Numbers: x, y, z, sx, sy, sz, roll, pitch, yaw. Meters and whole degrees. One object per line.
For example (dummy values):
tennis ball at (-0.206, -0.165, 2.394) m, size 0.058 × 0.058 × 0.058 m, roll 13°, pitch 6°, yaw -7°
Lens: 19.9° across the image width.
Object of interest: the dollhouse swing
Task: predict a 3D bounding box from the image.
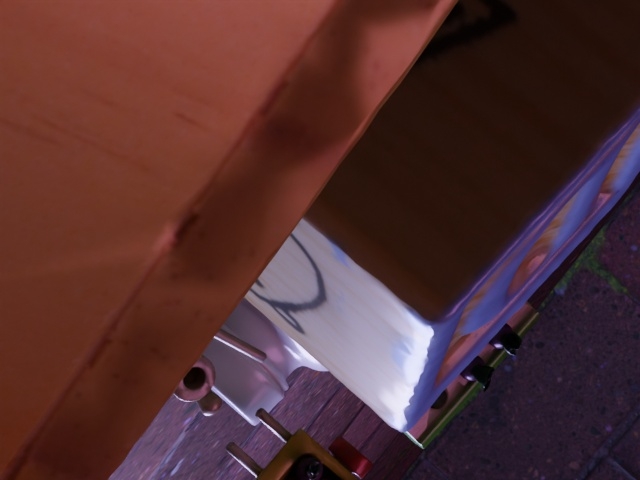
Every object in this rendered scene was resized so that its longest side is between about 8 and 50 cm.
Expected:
dollhouse swing at (-0.129, -0.123, 0.398) m, size 0.347 × 0.305 × 0.315 m, roll -54°, pitch -151°, yaw 21°

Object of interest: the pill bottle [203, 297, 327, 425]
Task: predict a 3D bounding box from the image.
pill bottle at (0.000, 0.000, 1.108) m, size 0.221 × 0.124 × 0.124 m, roll -47°, pitch 168°, yaw -7°

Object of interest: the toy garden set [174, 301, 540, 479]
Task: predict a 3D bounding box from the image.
toy garden set at (-0.002, 0.047, 1.019) m, size 0.204 × 0.244 × 0.049 m, roll -48°, pitch -150°, yaw -7°

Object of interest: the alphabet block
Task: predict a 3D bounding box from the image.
alphabet block at (0.034, -0.060, 0.862) m, size 0.193 × 0.197 × 0.192 m, roll -46°, pitch 167°, yaw -18°
